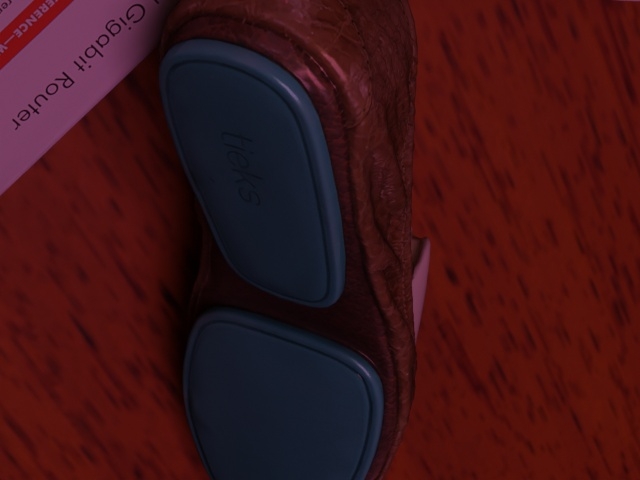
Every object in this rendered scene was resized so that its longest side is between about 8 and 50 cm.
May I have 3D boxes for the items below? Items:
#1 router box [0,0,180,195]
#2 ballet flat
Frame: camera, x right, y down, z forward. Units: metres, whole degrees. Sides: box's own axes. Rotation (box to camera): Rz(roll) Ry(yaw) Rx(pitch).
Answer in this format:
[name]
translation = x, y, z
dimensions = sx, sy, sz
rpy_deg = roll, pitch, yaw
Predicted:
[router box]
translation = -0.092, -0.214, 0.460
dimensions = 0.335, 0.082, 0.301
rpy_deg = -43, 141, -1
[ballet flat]
translation = 0.000, 0.000, 0.640
dimensions = 0.124, 0.116, 0.342
rpy_deg = -56, 155, -34
